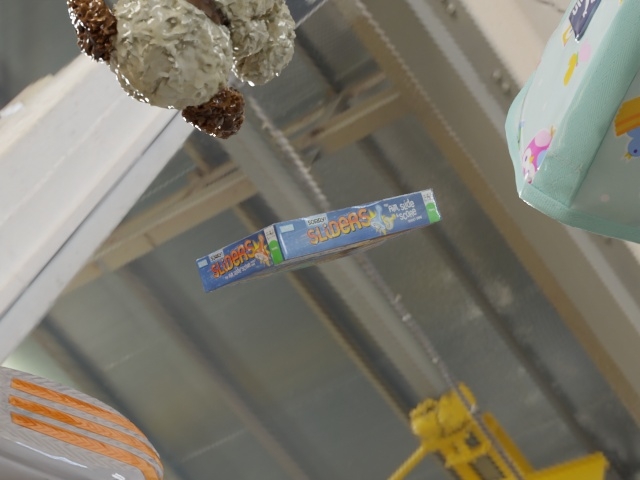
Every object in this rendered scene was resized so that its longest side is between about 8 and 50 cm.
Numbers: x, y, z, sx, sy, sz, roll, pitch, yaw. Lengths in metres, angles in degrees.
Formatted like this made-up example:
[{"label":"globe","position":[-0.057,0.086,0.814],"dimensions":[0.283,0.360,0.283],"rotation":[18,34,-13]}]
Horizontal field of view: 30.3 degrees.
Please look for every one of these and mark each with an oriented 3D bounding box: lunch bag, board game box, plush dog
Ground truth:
[{"label":"lunch bag","position":[0.224,-0.120,0.685],"dimensions":[0.160,0.262,0.223],"rotation":[40,-61,29]},{"label":"board game box","position":[0.000,0.000,1.133],"dimensions":[0.136,0.201,0.035],"rotation":[-23,-97,49]},{"label":"plush dog","position":[-0.136,-0.235,1.248],"dimensions":[0.262,0.225,0.210],"rotation":[33,-27,-18]}]

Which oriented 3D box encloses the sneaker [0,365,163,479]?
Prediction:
[{"label":"sneaker","position":[-0.238,0.114,0.473],"dimensions":[0.321,0.124,0.180],"rotation":[24,-83,-13]}]
